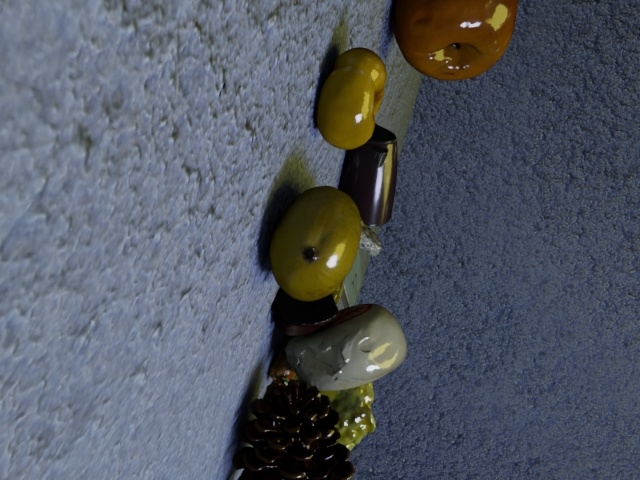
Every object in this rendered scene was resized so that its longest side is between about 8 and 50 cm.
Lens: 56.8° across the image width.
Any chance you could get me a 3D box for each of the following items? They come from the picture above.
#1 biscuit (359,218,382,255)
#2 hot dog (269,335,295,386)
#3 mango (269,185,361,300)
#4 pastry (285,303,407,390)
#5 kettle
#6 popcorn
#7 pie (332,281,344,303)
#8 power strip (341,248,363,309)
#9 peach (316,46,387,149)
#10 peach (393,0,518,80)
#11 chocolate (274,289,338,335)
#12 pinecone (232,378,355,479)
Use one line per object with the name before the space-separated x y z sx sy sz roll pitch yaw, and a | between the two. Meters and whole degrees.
biscuit | 0.064 -0.045 1.381 0.038 0.141 0.290 -38 152 13
hot dog | -0.070 0.263 1.341 0.188 0.055 0.072 -57 163 -57
mango | -0.003 0.008 1.025 0.331 0.142 0.195 24 87 -84
pastry | 0.053 0.224 1.253 0.265 0.265 0.133 -42 112 -73
kettle | 0.127 -0.181 1.516 0.202 0.144 0.232 -97 -167 -59
popcorn | 0.008 0.401 1.465 0.237 0.293 0.293 133 -22 -68
pie | 0.014 0.084 1.423 0.201 0.090 0.248 -56 159 -66
power strip | 0.071 0.087 1.836 0.198 0.064 0.213 -60 144 -51
peach | 0.056 -0.251 1.042 0.179 0.103 0.179 16 90 -84
peach | 0.348 -0.599 1.544 0.343 0.343 0.301 84 2 -67
chocolate | -0.030 0.130 1.192 0.080 0.125 0.148 121 -9 -48
pinecone | -0.049 0.404 1.160 0.246 0.246 0.292 -59 155 -58
